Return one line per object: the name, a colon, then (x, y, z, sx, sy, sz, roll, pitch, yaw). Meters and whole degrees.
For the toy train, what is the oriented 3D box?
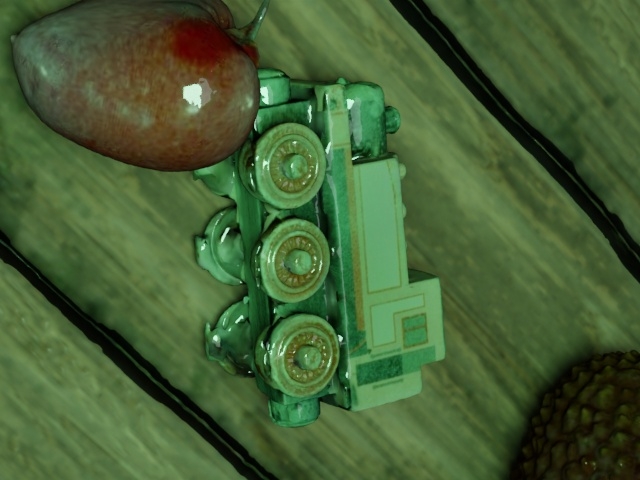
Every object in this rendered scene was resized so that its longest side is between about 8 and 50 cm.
toy train: (0.000, 0.000, 1.065, 0.125, 0.080, 0.194, -12, 104, -33)

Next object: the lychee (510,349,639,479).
lychee: (0.191, 0.164, 1.133, 0.194, 0.194, 0.194, -6, 104, -24)

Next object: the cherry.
cherry: (-0.085, -0.084, 0.994, 0.126, 0.106, 0.087, 1, 125, 12)
